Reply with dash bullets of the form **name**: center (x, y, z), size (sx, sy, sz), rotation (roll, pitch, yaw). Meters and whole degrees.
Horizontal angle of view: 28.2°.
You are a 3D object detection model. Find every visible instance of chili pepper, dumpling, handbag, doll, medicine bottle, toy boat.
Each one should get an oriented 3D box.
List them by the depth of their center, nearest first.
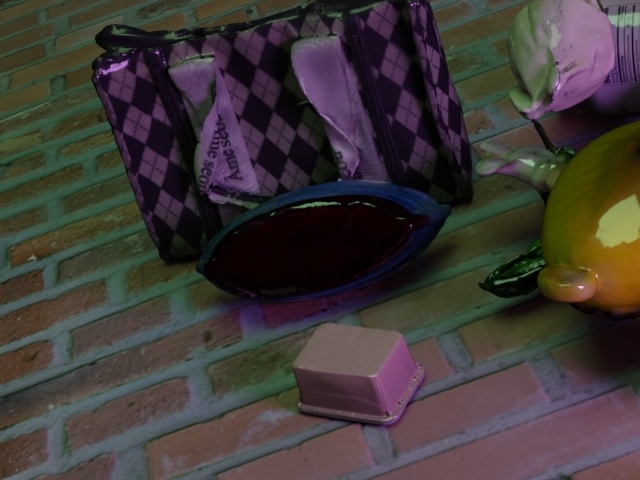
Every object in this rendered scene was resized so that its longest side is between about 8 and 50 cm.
- **doll**: center (0.356, -0.068, 1.312), size (0.423, 0.161, 0.348), rotation (-16, 31, -12)
- **chili pepper**: center (0.257, -0.031, 1.410), size (0.122, 0.065, 0.279), rotation (19, 45, 2)
- **toy boat**: center (0.000, 0.000, 1.474), size (0.309, 0.129, 0.142), rotation (-14, 5, 10)
- **dumpling**: center (0.269, -0.213, 1.479), size (0.136, 0.118, 0.199), rotation (-42, 16, 44)
- **handbag**: center (-0.047, -0.156, 1.537), size (0.416, 0.316, 0.180), rotation (-12, 40, 12)
- **medicine bottle**: center (0.413, -0.234, 1.554), size (0.289, 0.157, 0.157), rotation (-2, 37, 27)

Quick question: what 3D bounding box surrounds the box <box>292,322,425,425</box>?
- **box**: center (0.035, 0.133, 1.303), size (0.122, 0.062, 0.089), rotation (5, 40, 32)
